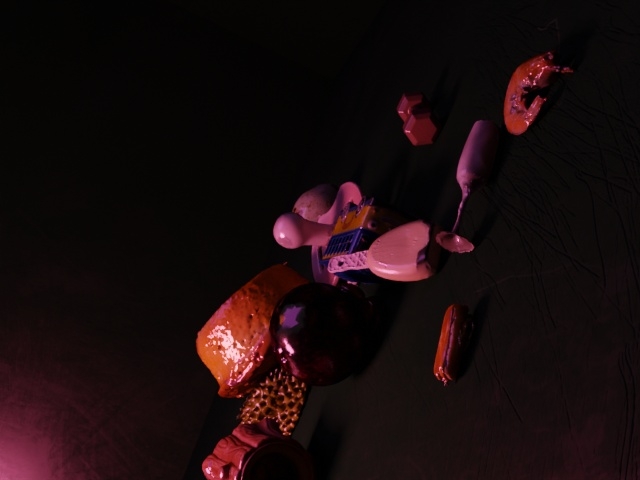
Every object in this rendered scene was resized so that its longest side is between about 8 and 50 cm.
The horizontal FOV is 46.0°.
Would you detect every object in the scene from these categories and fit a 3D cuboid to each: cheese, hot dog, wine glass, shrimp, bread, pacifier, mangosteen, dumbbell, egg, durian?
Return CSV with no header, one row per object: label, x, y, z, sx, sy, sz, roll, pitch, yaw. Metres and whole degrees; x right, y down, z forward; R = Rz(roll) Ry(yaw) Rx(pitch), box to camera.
cheese,0.119,0.031,1.487,0.251,0.054,0.127,-11,48,36
hot dog,0.207,0.157,1.155,0.056,0.041,0.133,119,167,-73
wine glass,0.269,-0.105,1.342,0.262,0.074,0.074,-69,10,-24
shrimp,0.360,-0.247,1.268,0.187,0.051,0.133,125,147,-70
bread,-0.158,0.250,2.048,0.398,0.215,0.398,-41,-12,-11
pacifier,0.025,-0.010,1.994,0.220,0.273,0.332,-53,-1,-42
mangosteen,0.019,0.188,1.633,0.265,0.228,0.228,-30,-3,-20
dumbbell,0.243,-0.308,1.881,0.082,0.092,0.231,-33,21,15
egg,0.000,-0.090,2.424,0.231,0.169,0.169,-61,5,-34
durian,-0.117,0.473,2.017,0.169,0.158,0.352,-3,-57,-62

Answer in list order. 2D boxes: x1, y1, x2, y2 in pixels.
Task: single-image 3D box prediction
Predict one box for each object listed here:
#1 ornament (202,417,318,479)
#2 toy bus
ornament,-0.124,0.497,1.612,0.217,0.221,0.235,152,133,-68
toy bus,0.109,0.006,1.710,0.175,0.138,0.287,-67,10,-8
